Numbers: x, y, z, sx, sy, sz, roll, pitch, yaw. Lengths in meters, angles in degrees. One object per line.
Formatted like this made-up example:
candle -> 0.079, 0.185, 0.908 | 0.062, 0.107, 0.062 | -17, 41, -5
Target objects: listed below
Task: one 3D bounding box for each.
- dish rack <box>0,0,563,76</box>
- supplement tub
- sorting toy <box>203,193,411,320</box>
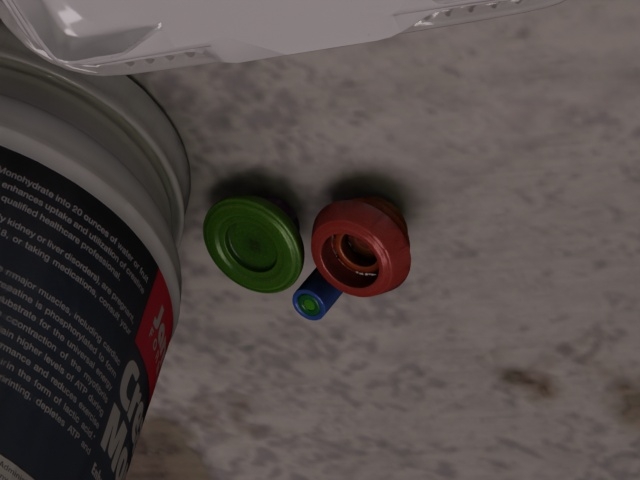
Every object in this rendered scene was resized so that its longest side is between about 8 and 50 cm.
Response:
dish rack -> -0.054, -0.182, 0.665 | 0.285, 0.072, 0.333 | -7, 137, 24
supplement tub -> -0.167, 0.058, 0.819 | 0.191, 0.272, 0.191 | 9, 140, 8
sorting toy -> 0.000, 0.000, 0.888 | 0.102, 0.042, 0.061 | 8, 126, 27
